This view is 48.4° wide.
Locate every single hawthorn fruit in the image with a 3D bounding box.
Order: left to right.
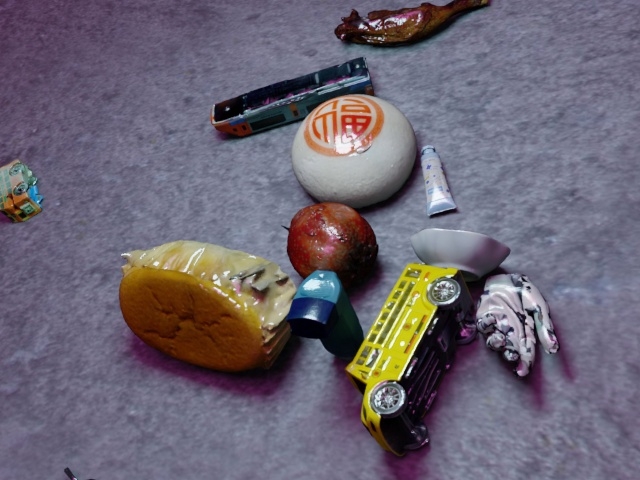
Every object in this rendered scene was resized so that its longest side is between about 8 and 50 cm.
[{"bbox_3d":[0.000,0.000,1.448,0.235,0.181,0.181,29,69,33],"label":"hawthorn fruit"}]

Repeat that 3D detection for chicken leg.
[{"bbox_3d":[0.236,-0.563,1.820,0.407,0.096,0.158,-11,34,9],"label":"chicken leg"}]

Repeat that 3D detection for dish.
[{"bbox_3d":[0.257,0.037,1.341,0.191,0.191,0.066,5,73,22],"label":"dish"}]

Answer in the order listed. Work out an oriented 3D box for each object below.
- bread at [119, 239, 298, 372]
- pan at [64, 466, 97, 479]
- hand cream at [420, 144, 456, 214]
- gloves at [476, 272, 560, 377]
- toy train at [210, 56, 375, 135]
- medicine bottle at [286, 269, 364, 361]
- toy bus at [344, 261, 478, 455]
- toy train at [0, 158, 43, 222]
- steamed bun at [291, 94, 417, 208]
[{"bbox_3d":[-0.225,0.134,1.412,0.388,0.236,0.183,7,43,33],"label":"bread"},{"bbox_3d":[-0.455,0.478,1.363,0.068,0.023,0.115,-44,57,-13],"label":"pan"},{"bbox_3d":[0.247,-0.131,1.537,0.065,0.043,0.170,-16,57,15],"label":"hand cream"},{"bbox_3d":[0.342,0.157,1.263,0.127,0.111,0.212,11,54,-3],"label":"gloves"},{"bbox_3d":[-0.070,-0.347,1.770,0.409,0.089,0.086,-16,55,9],"label":"toy train"},{"bbox_3d":[0.020,0.152,1.279,0.079,0.258,0.124,2,59,20],"label":"medicine bottle"},{"bbox_3d":[0.154,0.204,1.268,0.152,0.144,0.330,13,58,36],"label":"toy bus"},{"bbox_3d":[-0.804,-0.133,1.889,0.099,0.072,0.188,-33,52,2],"label":"toy train"},{"bbox_3d":[0.067,-0.213,1.570,0.283,0.177,0.283,-9,53,13],"label":"steamed bun"}]
